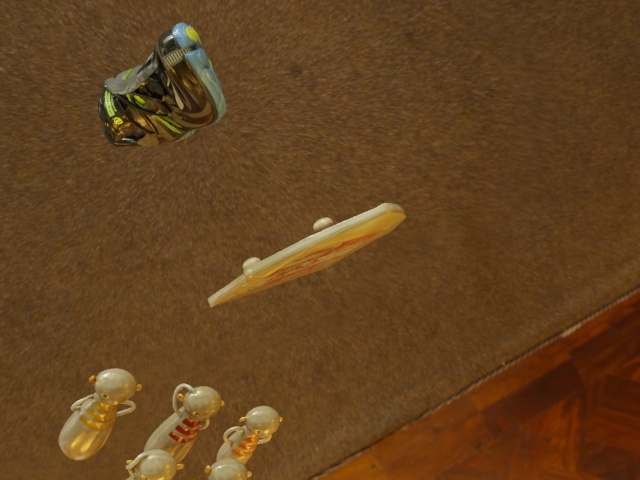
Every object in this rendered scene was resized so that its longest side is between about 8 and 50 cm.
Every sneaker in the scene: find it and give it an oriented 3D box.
[{"bbox_3d":[-0.125,-0.104,0.568,0.078,0.188,0.067,-24,93,-26],"label":"sneaker"}]

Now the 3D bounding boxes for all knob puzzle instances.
[{"bbox_3d":[0.000,0.000,0.727,0.213,0.213,0.030,-23,82,-5],"label":"knob puzzle"}]

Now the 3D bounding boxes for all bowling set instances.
[{"bbox_3d":[-0.160,0.282,0.904,0.287,0.200,0.154,14,127,-34],"label":"bowling set"}]
